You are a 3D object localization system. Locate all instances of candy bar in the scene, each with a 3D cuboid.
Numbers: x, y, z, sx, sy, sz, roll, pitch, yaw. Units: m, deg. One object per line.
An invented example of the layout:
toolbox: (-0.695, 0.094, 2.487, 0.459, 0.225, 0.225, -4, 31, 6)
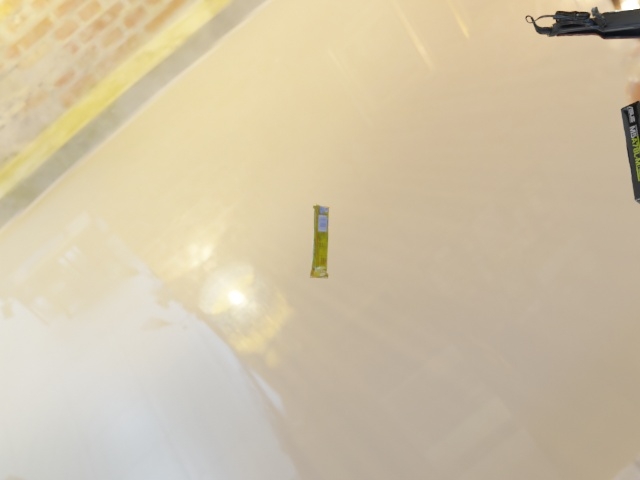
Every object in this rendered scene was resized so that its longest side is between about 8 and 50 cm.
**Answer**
candy bar: (0.000, 0.000, 2.023, 0.018, 0.040, 0.161, 146, -52, -68)

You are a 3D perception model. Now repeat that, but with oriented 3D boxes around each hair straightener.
hair straightener: (0.474, -0.392, 1.698, 0.231, 0.089, 0.047, 7, -107, 20)

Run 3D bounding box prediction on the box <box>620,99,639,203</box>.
box: (0.589, -0.122, 1.663, 0.045, 0.191, 0.184, -26, -127, 38)
